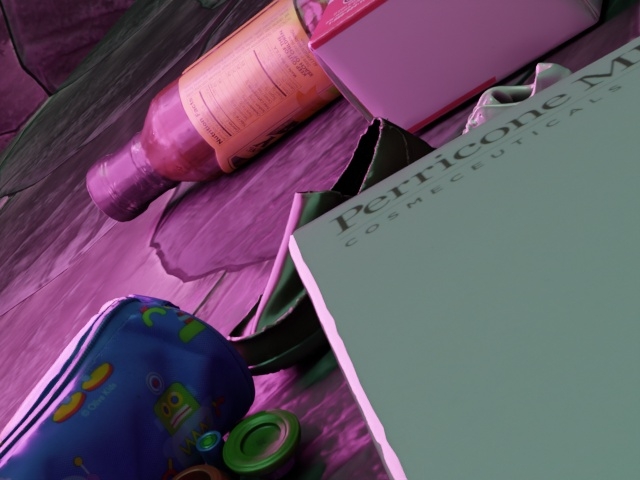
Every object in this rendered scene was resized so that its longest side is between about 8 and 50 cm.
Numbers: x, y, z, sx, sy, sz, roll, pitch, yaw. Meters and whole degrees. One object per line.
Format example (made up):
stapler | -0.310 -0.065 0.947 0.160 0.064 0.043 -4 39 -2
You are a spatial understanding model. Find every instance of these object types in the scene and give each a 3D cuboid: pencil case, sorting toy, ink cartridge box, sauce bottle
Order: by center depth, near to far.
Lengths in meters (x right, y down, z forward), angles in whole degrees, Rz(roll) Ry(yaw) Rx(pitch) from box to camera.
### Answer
sorting toy | -0.051 0.147 0.896 0.102 0.042 0.061 -34 34 -9
pencil case | -0.164 0.158 0.899 0.119 0.133 0.306 8 42 32
ink cartridge box | 0.127 -0.237 1.203 0.207 0.117 0.283 -31 23 33
sauce bottle | -0.090 -0.131 1.426 0.344 0.111 0.111 -32 22 29

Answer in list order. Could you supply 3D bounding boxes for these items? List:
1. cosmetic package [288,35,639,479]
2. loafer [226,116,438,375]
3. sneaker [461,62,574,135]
cosmetic package | 0.152 0.073 0.394 0.230 0.161 0.453 -30 20 0
loafer | 0.000 0.000 1.023 0.220 0.078 0.080 -51 21 -21
sneaker | 0.115 -0.068 0.967 0.152 0.061 0.053 -33 24 32
